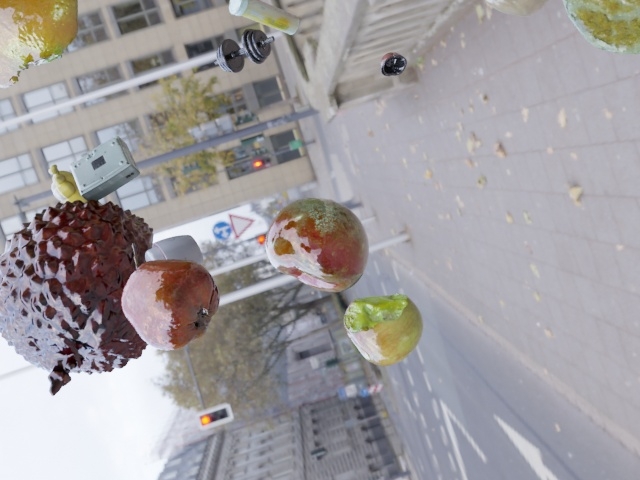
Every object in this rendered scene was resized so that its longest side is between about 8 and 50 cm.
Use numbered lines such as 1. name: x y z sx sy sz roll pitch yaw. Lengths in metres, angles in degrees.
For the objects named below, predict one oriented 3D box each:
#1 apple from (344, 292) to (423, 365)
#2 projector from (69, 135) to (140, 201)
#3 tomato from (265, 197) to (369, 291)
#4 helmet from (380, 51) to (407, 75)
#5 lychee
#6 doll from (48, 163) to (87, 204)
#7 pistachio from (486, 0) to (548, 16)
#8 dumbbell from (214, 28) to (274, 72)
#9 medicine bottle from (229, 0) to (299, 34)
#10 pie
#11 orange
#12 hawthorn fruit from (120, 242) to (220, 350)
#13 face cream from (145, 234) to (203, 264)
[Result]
1. apple: 0.204 0.268 2.086 0.246 0.226 0.246 52 170 13
2. projector: -0.542 -0.180 1.642 0.115 0.147 0.061 59 180 30
3. tomato: 0.000 0.000 1.690 0.270 0.270 0.222 78 -150 -70
4. helmet: 0.189 -0.485 1.785 0.049 0.084 0.065 58 139 35
5. lychee: -0.566 0.136 1.566 0.424 0.425 0.499 75 -166 -58
6. doll: -0.672 -0.095 1.877 0.291 0.086 0.117 53 173 -26
7. pistachio: 0.563 -0.732 1.902 0.153 0.238 0.137 163 118 -67
8. dumbbell: -0.213 -0.525 1.819 0.099 0.209 0.099 24 -120 -52
9. medicine bottle: -0.169 -0.693 2.008 0.074 0.218 0.073 -13 73 49
10. pie: 0.724 -0.580 1.541 0.070 0.323 0.323 29 -139 -76
11. orange: -0.675 -0.498 1.473 0.196 0.335 0.262 21 -124 -63
12. hawthorn fruit: -0.284 0.096 1.157 0.204 0.162 0.162 23 154 23
13. face cream: -0.286 0.036 1.285 0.091 0.095 0.091 43 148 36
